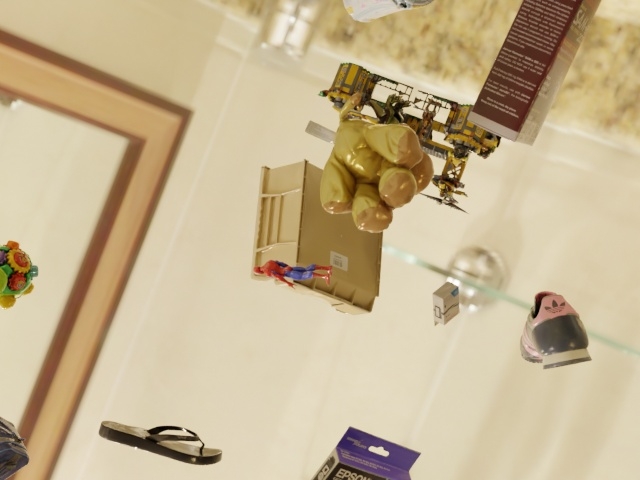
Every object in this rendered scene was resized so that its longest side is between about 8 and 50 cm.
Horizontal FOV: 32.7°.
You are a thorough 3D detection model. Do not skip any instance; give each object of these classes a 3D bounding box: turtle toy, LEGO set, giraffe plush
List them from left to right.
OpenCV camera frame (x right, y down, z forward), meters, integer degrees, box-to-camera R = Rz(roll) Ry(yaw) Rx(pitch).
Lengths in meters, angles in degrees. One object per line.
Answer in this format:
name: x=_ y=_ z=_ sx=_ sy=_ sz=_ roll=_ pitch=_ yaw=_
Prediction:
turtle toy: x=-0.467 y=0.048 z=1.612 sx=0.095 sy=0.066 sz=0.130 roll=52 pitch=-152 yaw=-7
giraffe plush: x=0.097 y=-0.110 z=1.660 sx=0.170 sy=0.181 sz=0.210 roll=11 pitch=-149 yaw=-51
LEGO set: x=0.135 y=-0.153 z=1.913 sx=0.331 sy=0.192 sz=0.255 roll=21 pitch=171 yaw=0

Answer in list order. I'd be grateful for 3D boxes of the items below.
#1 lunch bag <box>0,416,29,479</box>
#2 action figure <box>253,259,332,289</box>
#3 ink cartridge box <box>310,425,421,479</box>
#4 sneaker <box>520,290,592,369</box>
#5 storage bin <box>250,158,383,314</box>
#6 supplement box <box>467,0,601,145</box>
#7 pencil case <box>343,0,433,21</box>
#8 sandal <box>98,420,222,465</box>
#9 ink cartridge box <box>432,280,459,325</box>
lunch bag: x=-0.397 y=0.259 z=1.302 sx=0.065 sy=0.098 sz=0.067 roll=57 pitch=-179 yaw=30
action figure: x=-0.042 y=0.048 z=1.591 sx=0.115 sy=0.030 sz=0.038 roll=7 pitch=-140 yaw=9
ink cartridge box: x=0.076 y=0.472 z=2.096 sx=0.206 sy=0.208 sz=0.045 roll=26 pitch=-166 yaw=-36
sneaker: x=0.416 y=0.152 z=1.961 sx=0.112 sy=0.131 sz=0.319 roll=-12 pitch=178 yaw=-1
storage bin: x=0.000 y=0.000 z=2.230 sx=0.123 sy=0.260 sz=0.262 roll=-11 pitch=155 yaw=40
supplement box: x=0.282 y=-0.245 z=1.398 sx=0.073 sy=0.239 sz=0.130 roll=27 pitch=-168 yaw=18
pencil case: x=0.149 y=-0.535 z=2.324 sx=0.114 sy=0.124 sz=0.273 roll=13 pitch=179 yaw=-24
sandal: x=-0.313 y=0.396 z=2.183 sx=0.255 sy=0.054 sz=0.097 roll=18 pitch=179 yaw=-13
ink cartridge box: x=0.238 y=0.125 z=2.066 sx=0.028 sy=0.083 sz=0.048 roll=27 pitch=-131 yaw=37
